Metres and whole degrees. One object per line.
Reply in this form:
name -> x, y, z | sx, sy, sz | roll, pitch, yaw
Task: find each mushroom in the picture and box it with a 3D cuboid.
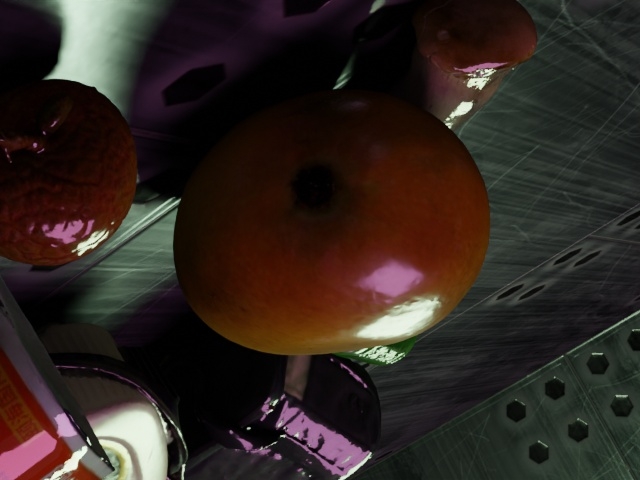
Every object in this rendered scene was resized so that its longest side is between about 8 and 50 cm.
mushroom -> 0.074, -0.107, 1.025 | 0.084, 0.071, 0.209 | -13, 163, -27

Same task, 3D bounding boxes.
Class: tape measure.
tape measure -> -0.223, 0.155, 1.186 | 0.271, 0.133, 0.231 | -14, 144, -31

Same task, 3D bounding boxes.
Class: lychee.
lychee -> -0.154, -0.035, 0.775 | 0.114, 0.101, 0.140 | -24, -175, -11

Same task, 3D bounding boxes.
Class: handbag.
handbag -> -0.083, 0.177, 1.425 | 0.254, 0.181, 0.181 | -34, 127, 25

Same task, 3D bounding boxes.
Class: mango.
mango -> 0.000, 0.000, 1.025 | 0.211, 0.173, 0.317 | -2, 166, -12

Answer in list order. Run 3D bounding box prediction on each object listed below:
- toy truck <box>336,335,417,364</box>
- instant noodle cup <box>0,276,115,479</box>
toy truck -> 0.022, 0.053, 1.338 | 0.101, 0.125, 0.242 | -29, 164, 10
instant noodle cup -> -0.302, 0.126, 0.816 | 0.308, 0.294, 0.294 | -32, 166, -9
